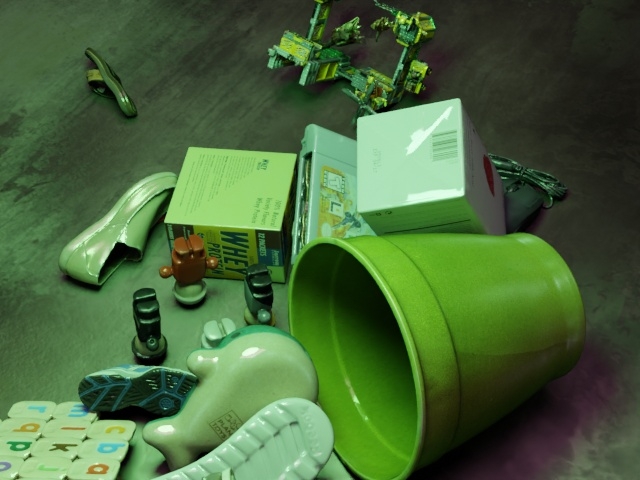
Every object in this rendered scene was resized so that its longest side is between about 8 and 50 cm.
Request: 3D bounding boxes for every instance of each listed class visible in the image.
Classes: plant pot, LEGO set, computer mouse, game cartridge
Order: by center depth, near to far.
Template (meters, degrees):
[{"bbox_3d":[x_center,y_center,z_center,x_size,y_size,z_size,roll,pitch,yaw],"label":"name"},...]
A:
[{"bbox_3d":[0.191,0.136,1.577,0.353,0.366,0.366,-14,47,-26],"label":"plant pot"},{"bbox_3d":[0.049,-0.037,1.804,0.198,0.062,0.297,16,65,-28],"label":"game cartridge"},{"bbox_3d":[0.325,-0.067,1.923,0.188,0.072,0.272,22,51,20],"label":"computer mouse"},{"bbox_3d":[0.048,-0.397,2.115,0.331,0.255,0.192,39,31,19],"label":"LEGO set"}]

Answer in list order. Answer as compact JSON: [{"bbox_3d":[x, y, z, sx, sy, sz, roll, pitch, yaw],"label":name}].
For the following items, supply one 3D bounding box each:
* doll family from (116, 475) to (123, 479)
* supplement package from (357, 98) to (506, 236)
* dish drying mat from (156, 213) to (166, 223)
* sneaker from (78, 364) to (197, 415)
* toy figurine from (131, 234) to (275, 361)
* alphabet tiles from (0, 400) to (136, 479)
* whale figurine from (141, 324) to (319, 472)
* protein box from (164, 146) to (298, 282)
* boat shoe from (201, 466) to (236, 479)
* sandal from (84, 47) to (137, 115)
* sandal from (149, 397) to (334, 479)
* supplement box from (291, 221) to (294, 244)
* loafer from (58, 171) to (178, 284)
[{"bbox_3d":[-0.368,0.367,1.530,0.193,0.076,0.111,17,39,14],"label":"doll family"},{"bbox_3d":[0.190,-0.074,1.735,0.175,0.293,0.177,-9,63,20],"label":"supplement package"},{"bbox_3d":[-0.329,-0.034,1.958,0.083,0.008,0.032,-24,51,-18],"label":"dish drying mat"},{"bbox_3d":[-0.268,0.225,1.654,0.211,0.080,0.081,5,12,4],"label":"sneaker"},{"bbox_3d":[-0.191,0.121,1.724,0.209,0.148,0.213,20,48,12],"label":"toy figurine"},{"bbox_3d":[-0.421,0.309,1.543,0.278,0.021,0.284,0,18,2],"label":"alphabet tiles"},{"bbox_3d":[-0.136,0.237,1.589,0.272,0.216,0.141,-35,25,4],"label":"whale figurine"},{"bbox_3d":[-0.151,-0.047,1.876,0.201,0.136,0.200,4,46,6],"label":"protein box"},{"bbox_3d":[-0.146,0.462,1.369,0.097,0.116,0.324,-6,71,7],"label":"boat shoe"},{"bbox_3d":[-0.451,-0.326,2.202,0.060,0.090,0.219,-35,59,0],"label":"sandal"},{"bbox_3d":[-0.158,0.380,1.494,0.416,0.102,0.169,-31,87,-13],"label":"sandal"},{"bbox_3d":[0.000,0.000,1.877,0.098,0.062,0.036,4,48,5],"label":"supplement box"},{"bbox_3d":[-0.342,-0.014,1.884,0.092,0.102,0.268,41,73,16],"label":"loafer"}]
